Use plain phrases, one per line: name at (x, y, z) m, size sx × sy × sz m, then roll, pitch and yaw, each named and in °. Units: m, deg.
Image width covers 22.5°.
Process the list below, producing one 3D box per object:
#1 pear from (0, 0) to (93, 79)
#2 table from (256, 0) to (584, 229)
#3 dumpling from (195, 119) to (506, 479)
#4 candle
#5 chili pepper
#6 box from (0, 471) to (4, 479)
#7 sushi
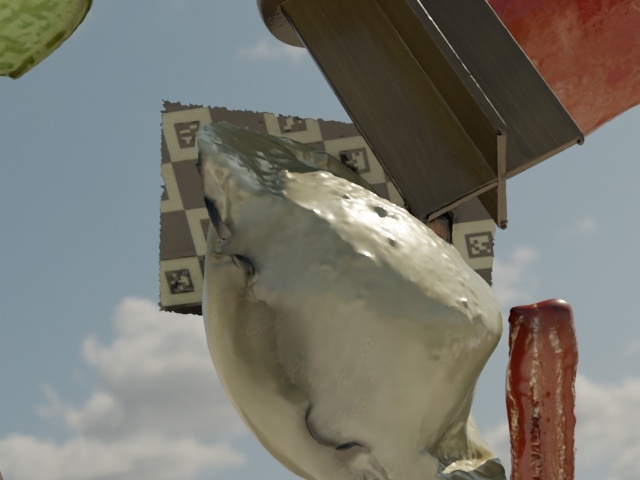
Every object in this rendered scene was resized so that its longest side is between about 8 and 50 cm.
pear at (-0.260, -0.215, 0.895) m, size 0.292 × 0.292 × 0.159 m, roll -16°, pitch -16°, yaw 12°
table at (0.077, -0.125, 1.161) m, size 0.167 × 0.227 × 0.167 m, roll -23°, pitch -29°, yaw -14°
dumpling at (0.033, 0.038, 0.997) m, size 0.175 × 0.243 × 0.227 m, roll -2°, pitch 11°, yaw 25°
candle at (0.143, 0.195, 1.051) m, size 0.051 × 0.329 × 0.048 m, roll -10°, pitch 18°, yaw -20°
chili pepper at (0.249, -0.232, 1.594) m, size 0.305 × 0.251 × 0.229 m, roll -25°, pitch -10°, yaw -2°
box at (-0.302, 0.129, 0.831) m, size 0.365 × 0.205 × 0.051 m, roll 1°, pitch 26°, yaw 35°
sushi at (0.000, 0.000, 1.279) m, size 0.279 × 0.193 × 0.043 m, roll 7°, pitch 26°, yaw 8°
